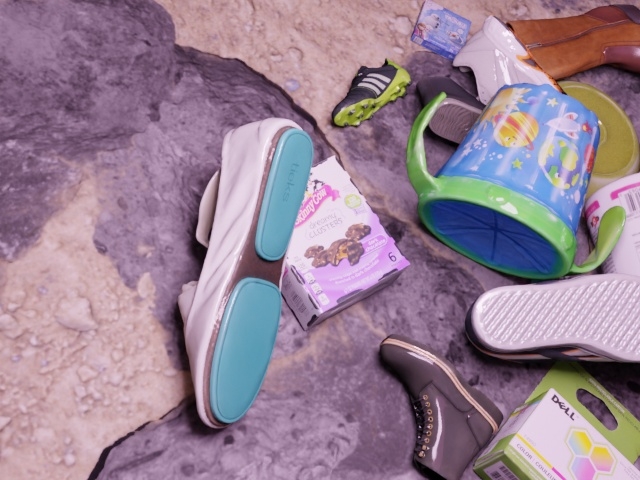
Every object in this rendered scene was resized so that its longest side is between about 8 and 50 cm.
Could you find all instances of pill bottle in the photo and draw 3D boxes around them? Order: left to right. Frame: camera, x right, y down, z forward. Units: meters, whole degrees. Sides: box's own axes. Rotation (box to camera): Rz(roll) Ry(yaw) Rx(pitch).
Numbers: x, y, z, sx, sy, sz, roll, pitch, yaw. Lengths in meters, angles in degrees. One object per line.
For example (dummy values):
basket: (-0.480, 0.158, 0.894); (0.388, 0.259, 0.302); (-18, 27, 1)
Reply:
pill bottle: (0.516, 0.052, 1.489); (0.160, 0.160, 0.283); (-1, 65, -22)

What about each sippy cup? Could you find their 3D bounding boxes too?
sippy cup: (0.287, -0.095, 1.403); (0.305, 0.240, 0.224); (43, 67, -45)

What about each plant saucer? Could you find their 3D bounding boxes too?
plant saucer: (0.447, -0.180, 1.654); (0.240, 0.037, 0.241); (9, 61, -17)

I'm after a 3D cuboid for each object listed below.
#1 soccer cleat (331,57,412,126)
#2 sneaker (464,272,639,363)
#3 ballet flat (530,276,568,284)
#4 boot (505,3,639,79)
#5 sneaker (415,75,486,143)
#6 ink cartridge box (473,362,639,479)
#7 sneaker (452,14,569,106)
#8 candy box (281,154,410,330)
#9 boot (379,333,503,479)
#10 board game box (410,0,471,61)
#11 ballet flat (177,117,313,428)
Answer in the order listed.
soccer cleat: (0.068, -0.231, 1.526); (0.072, 0.060, 0.179); (44, 51, 16)
sneaker: (0.361, 0.112, 1.386); (0.320, 0.127, 0.126); (4, 78, -4)
ballet flat: (0.367, 0.019, 1.509); (0.070, 0.070, 0.189); (18, 63, -12)
boot: (0.493, -0.314, 1.683); (0.280, 0.096, 0.264); (-14, 58, -26)
sneaker: (0.255, -0.192, 1.561); (0.222, 0.083, 0.118); (26, 28, -26)
ink cartridge box: (0.362, 0.280, 1.350); (0.189, 0.097, 0.255); (44, 58, 5)
sneaker: (0.324, -0.235, 1.596); (0.262, 0.121, 0.099); (54, 19, 14)
candy box: (0.000, 0.000, 1.368); (0.164, 0.070, 0.196); (-27, 76, -30)
boot: (0.138, 0.231, 1.306); (0.198, 0.077, 0.137); (37, 62, 1)
board game box: (0.206, -0.357, 1.660); (0.090, 0.020, 0.090); (24, 57, -8)
ballet flat: (-0.112, 0.035, 1.261); (0.139, 0.139, 0.401); (15, 83, -14)
